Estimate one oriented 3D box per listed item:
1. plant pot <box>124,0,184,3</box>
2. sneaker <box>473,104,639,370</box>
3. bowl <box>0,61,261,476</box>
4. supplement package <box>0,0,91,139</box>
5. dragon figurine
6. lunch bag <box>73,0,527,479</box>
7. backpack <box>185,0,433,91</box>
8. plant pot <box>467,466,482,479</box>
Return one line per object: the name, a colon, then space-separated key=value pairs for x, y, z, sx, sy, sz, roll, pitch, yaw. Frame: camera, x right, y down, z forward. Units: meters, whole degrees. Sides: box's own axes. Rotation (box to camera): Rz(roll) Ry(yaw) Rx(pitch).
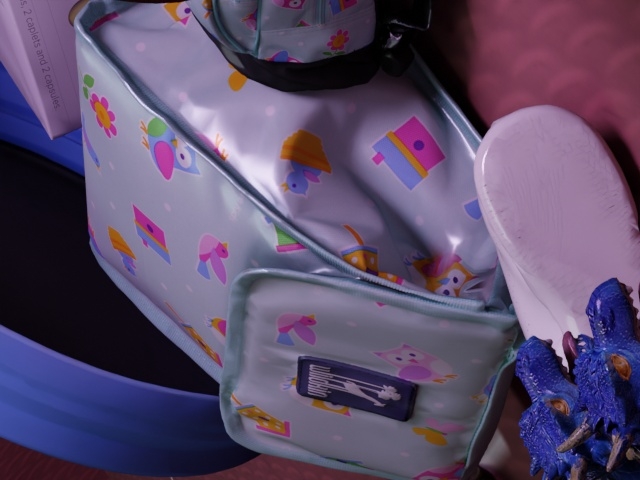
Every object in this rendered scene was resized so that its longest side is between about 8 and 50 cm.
plant pot: x=-0.029 y=-0.218 z=0.553 sx=0.267 sy=0.267 sz=0.236 roll=61 pitch=178 yaw=15
sneaker: x=0.121 y=0.044 z=0.833 sx=0.094 sy=0.080 sz=0.212 roll=-166 pitch=58 yaw=-87
bowl: x=-0.163 y=0.000 z=1.215 sx=0.077 sy=0.391 sz=0.391 roll=-58 pitch=45 yaw=23
supplement package: x=-0.168 y=-0.237 z=1.218 sx=0.204 sy=0.145 sz=0.262 roll=52 pitch=163 yaw=42
dragon figurine: x=0.168 y=0.130 z=0.627 sx=0.289 sy=0.144 sz=0.085 roll=66 pitch=167 yaw=-5
lunch bag: x=0.000 y=0.000 z=1.005 sx=0.262 sy=0.160 sz=0.223 roll=47 pitch=156 yaw=20
backpack: x=-0.020 y=-0.164 z=0.868 sx=0.152 sy=0.115 sz=0.182 roll=60 pitch=163 yaw=29
plant pot: x=0.071 y=0.251 z=1.202 sx=0.165 sy=0.167 sz=0.167 roll=57 pitch=166 yaw=-2
